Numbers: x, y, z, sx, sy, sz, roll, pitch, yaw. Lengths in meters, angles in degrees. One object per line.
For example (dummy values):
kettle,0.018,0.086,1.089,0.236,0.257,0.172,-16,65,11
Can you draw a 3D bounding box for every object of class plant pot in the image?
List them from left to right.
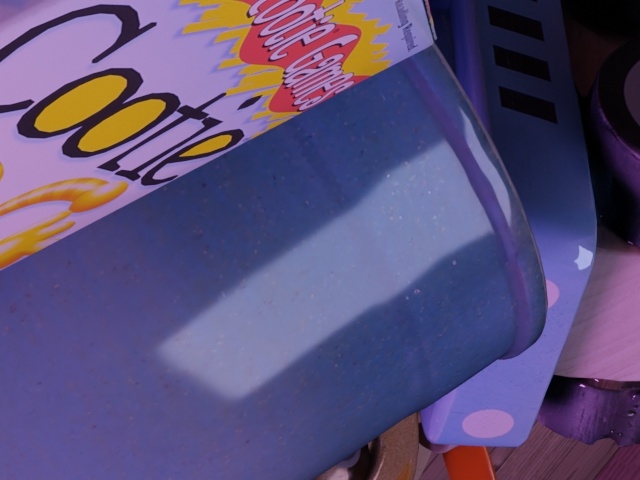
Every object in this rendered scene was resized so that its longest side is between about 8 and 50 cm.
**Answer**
plant pot,-0.104,0.005,0.645,0.255,0.271,0.272,-37,156,-12

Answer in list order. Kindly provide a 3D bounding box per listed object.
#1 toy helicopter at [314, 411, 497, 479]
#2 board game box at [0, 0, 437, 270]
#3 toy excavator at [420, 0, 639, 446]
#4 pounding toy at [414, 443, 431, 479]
toy helicopter,0.028,0.164,1.097,0.235,0.140,0.355,-46,139,-12
board game box,-0.128,-0.067,0.468,0.275,0.144,0.142,-28,164,1
toy excavator,0.000,0.000,0.908,0.222,0.445,0.433,100,-9,-50
pounding toy,-0.039,0.088,1.143,0.183,0.110,0.237,-36,127,-8
